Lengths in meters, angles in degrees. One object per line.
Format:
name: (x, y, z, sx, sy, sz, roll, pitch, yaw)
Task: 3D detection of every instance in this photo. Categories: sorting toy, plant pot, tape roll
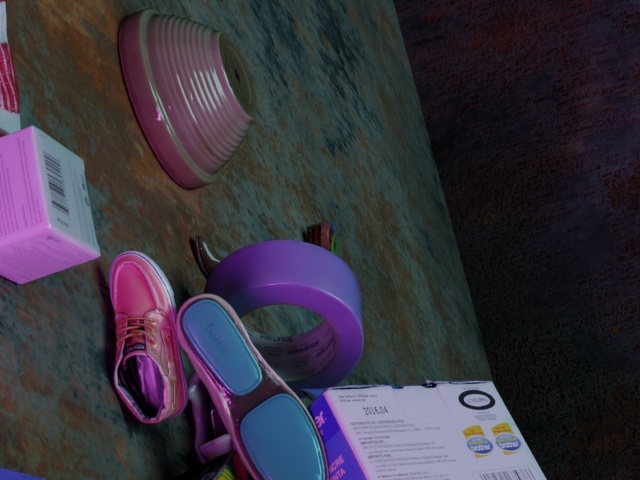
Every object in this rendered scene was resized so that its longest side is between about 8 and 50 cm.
sorting toy: (0.000, 0.000, 2.490, 0.102, 0.042, 0.061, 70, 22, -63)
plant pot: (-0.152, -0.191, 1.987, 0.237, 0.110, 0.237, -20, 90, -77)
tape roll: (-0.045, 0.095, 1.849, 0.080, 0.189, 0.189, -94, 160, -50)

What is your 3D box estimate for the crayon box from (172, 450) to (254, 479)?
crayon box: (-0.059, 0.386, 1.543, 0.318, 0.081, 0.202, 62, 14, -6)

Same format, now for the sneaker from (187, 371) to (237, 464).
sneaker: (-0.085, 0.254, 1.717, 0.262, 0.099, 0.121, 66, 20, 12)

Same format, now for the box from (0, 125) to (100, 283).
box: (-0.259, -0.029, 1.389, 0.102, 0.087, 0.101, 42, 32, -65)

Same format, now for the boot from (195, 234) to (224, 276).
boot: (-0.086, 0.023, 1.939, 0.037, 0.114, 0.106, -83, 151, -62)

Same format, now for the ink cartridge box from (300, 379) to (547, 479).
ink cartridge box: (0.116, 0.297, 1.663, 0.270, 0.151, 0.395, 3, 51, -43)

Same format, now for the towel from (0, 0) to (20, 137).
towel: (-0.356, -0.265, 1.443, 0.237, 0.037, 0.329, 46, 28, -59)

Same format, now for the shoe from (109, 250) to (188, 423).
shoe: (-0.178, 0.097, 1.587, 0.081, 0.063, 0.178, -7, 83, -82)

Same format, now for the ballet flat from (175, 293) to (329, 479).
ballet flat: (-0.070, 0.167, 1.607, 0.248, 0.086, 0.086, 61, 12, 9)

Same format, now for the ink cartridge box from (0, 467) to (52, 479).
ink cartridge box: (-0.170, 0.300, 1.096, 0.324, 0.071, 0.330, 23, 45, -40)
